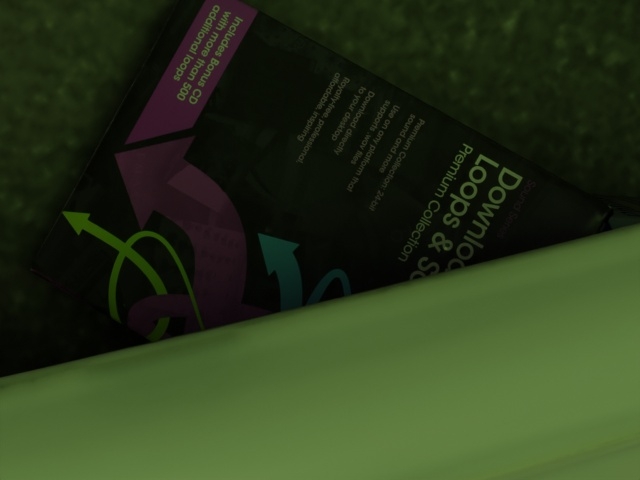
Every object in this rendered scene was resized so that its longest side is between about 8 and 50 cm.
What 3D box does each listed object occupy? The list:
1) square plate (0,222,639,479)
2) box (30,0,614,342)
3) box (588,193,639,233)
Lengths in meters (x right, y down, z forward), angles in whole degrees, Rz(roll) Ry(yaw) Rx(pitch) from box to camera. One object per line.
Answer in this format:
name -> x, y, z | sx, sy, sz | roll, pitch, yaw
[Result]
square plate -> 0.018, 0.171, 0.597 | 0.347, 0.049, 0.344 | -13, 121, -21
box -> 0.000, 0.000, 0.649 | 0.162, 0.029, 0.116 | 29, 92, 7
box -> 0.127, 0.050, 0.715 | 0.137, 0.072, 0.126 | 4, 100, -18
